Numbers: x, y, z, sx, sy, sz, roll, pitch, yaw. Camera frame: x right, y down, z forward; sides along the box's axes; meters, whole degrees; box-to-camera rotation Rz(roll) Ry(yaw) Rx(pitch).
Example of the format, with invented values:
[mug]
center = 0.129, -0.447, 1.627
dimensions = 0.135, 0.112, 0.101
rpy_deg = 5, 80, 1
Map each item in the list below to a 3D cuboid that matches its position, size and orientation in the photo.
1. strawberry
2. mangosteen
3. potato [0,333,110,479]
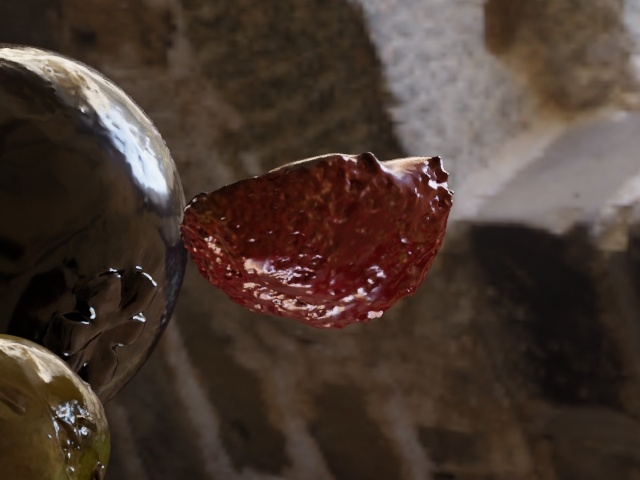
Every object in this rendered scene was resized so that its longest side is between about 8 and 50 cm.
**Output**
[strawberry]
center = 0.000, 0.000, 0.947
dimensions = 0.187, 0.146, 0.082
rpy_deg = 8, 53, -52
[mangosteen]
center = -0.330, -0.012, 1.531
dimensions = 0.382, 0.435, 0.382
rpy_deg = -34, 140, -34
[potato]
center = -0.187, 0.118, 0.861
dimensions = 0.176, 0.137, 0.137
rpy_deg = -48, 126, -28
